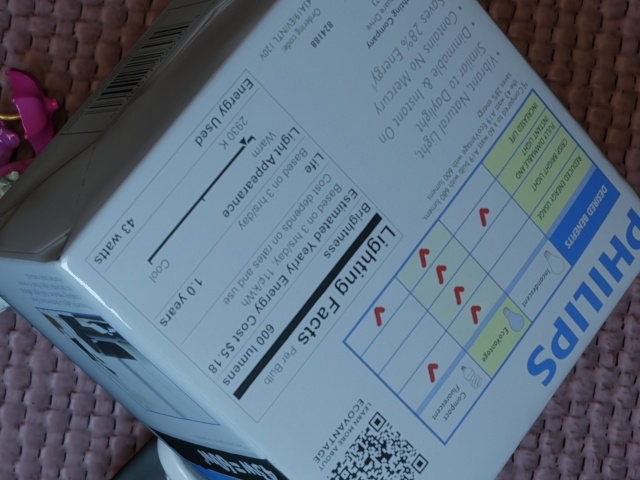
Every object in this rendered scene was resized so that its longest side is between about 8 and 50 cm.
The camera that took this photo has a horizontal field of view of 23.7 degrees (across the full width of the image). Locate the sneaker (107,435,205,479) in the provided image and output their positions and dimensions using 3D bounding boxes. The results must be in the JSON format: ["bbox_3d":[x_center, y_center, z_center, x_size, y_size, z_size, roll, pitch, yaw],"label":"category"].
[{"bbox_3d":[-0.076,0.277,1.308,0.147,0.105,0.296,-32,114,28],"label":"sneaker"}]

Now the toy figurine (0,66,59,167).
[{"bbox_3d":[-0.305,-0.099,1.288,0.159,0.130,0.173,20,113,-11],"label":"toy figurine"}]

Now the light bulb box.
[{"bbox_3d":[0.000,0.000,1.135,0.361,0.225,0.358,46,70,-23],"label":"light bulb box"}]

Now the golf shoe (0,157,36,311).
[{"bbox_3d":[-0.281,0.011,1.288,0.306,0.140,0.115,-15,78,-21],"label":"golf shoe"}]
